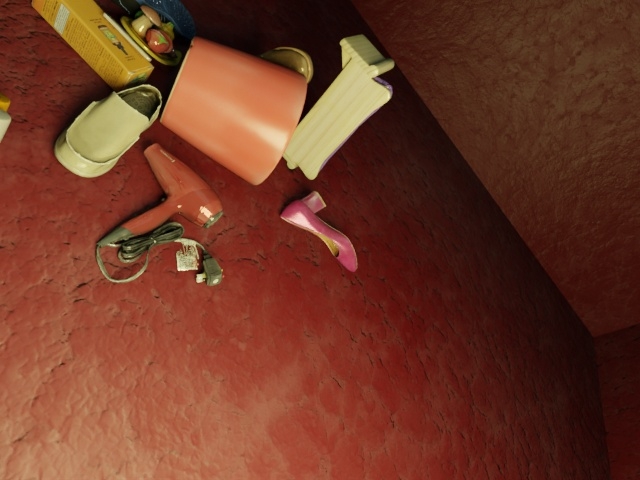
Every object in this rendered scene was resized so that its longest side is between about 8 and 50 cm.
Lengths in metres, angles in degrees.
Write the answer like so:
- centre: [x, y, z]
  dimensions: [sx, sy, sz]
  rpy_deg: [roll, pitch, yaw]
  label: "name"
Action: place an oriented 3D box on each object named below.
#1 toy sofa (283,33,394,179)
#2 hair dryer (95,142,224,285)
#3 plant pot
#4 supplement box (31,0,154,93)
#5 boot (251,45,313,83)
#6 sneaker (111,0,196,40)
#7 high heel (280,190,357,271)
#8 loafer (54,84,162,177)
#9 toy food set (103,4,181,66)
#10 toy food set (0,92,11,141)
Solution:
- centre: [0.037, -0.341, 1.114]
  dimensions: [0.177, 0.362, 0.150]
  rpy_deg: [45, 37, -3]
  label: "toy sofa"
- centre: [-0.284, -0.059, 0.779]
  dimensions: [0.224, 0.080, 0.293]
  rpy_deg: [12, 54, -42]
  label: "hair dryer"
- centre: [-0.199, -0.295, 0.923]
  dimensions: [0.243, 0.275, 0.275]
  rpy_deg: [22, 47, -23]
  label: "plant pot"
- centre: [-0.462, -0.416, 0.856]
  dimensions: [0.233, 0.080, 0.078]
  rpy_deg: [46, 38, -9]
  label: "supplement box"
- centre: [-0.158, -0.421, 1.056]
  dimensions: [0.115, 0.305, 0.112]
  rpy_deg: [-34, 127, -46]
  label: "boot"
- centre: [-0.403, -0.559, 1.028]
  dimensions: [0.232, 0.090, 0.081]
  rpy_deg: [5, 84, -72]
  label: "sneaker"
- centre: [0.000, 0.000, 1.074]
  dimensions: [0.117, 0.082, 0.244]
  rpy_deg: [-36, 108, -22]
  label: "high heel"
- centre: [-0.385, -0.221, 0.779]
  dimensions: [0.102, 0.092, 0.268]
  rpy_deg: [38, 40, -22]
  label: "loafer"
- centre: [-0.368, -0.466, 0.937]
  dimensions: [0.128, 0.071, 0.218]
  rpy_deg: [47, 14, -16]
  label: "toy food set"
- centre: [-0.549, -0.158, 0.577]
  dimensions: [0.111, 0.104, 0.232]
  rpy_deg: [42, 19, 4]
  label: "toy food set"
